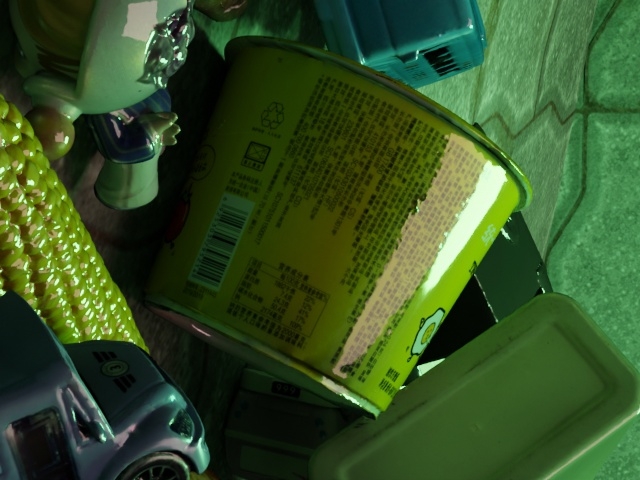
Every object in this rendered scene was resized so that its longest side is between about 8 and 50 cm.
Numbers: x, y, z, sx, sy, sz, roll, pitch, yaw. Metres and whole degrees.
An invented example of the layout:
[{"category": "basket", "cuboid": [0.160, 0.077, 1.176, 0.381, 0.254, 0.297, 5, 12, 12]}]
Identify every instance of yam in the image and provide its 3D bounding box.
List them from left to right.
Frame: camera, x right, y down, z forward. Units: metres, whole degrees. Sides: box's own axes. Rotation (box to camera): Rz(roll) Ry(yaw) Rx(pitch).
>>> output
[{"category": "yam", "cuboid": [-0.101, -0.226, 1.122, 0.132, 0.054, 0.054, 15, 89, -70]}]

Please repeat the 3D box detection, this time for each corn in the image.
[{"category": "corn", "cuboid": [-0.206, 0.046, 0.895, 0.387, 0.144, 0.144, 77, 32, -47]}]

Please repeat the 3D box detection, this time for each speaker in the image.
[{"category": "speaker", "cuboid": [0.154, 0.019, 1.663, 0.254, 0.184, 0.232, 64, 30, -10]}]

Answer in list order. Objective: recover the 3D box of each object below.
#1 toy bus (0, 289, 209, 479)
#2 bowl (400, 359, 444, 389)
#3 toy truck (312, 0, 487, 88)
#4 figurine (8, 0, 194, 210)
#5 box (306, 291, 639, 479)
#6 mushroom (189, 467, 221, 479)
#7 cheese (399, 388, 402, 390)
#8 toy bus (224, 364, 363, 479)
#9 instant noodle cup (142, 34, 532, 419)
[{"category": "toy bus", "cuboid": [-0.215, 0.123, 0.742, 0.292, 0.125, 0.133, -23, 126, -23]}, {"category": "bowl", "cuboid": [0.128, 0.205, 1.851, 0.277, 0.145, 0.277, 14, 71, -48]}, {"category": "toy truck", "cuboid": [0.073, -0.232, 1.309, 0.385, 0.162, 0.161, -12, 84, -81]}, {"category": "figurine", "cuboid": [-0.152, -0.118, 0.943, 0.194, 0.133, 0.274, -75, 170, -51]}, {"category": "box", "cuboid": [0.142, 0.253, 1.383, 0.352, 0.177, 0.344, -32, 158, -17]}, {"category": "mushroom", "cuboid": [-0.139, 0.329, 1.201, 0.267, 0.254, 0.267, -8, 102, -43]}, {"category": "cheese", "cuboid": [0.168, 0.325, 1.681, 0.242, 0.124, 0.265, -2, 96, -42]}, {"category": "toy bus", "cuboid": [-0.015, 0.214, 1.538, 0.202, 0.142, 0.142, 9, 89, -70]}, {"category": "instant noodle cup", "cuboid": [0.000, 0.000, 1.207, 0.254, 0.325, 0.325, -64, 159, -10]}]
